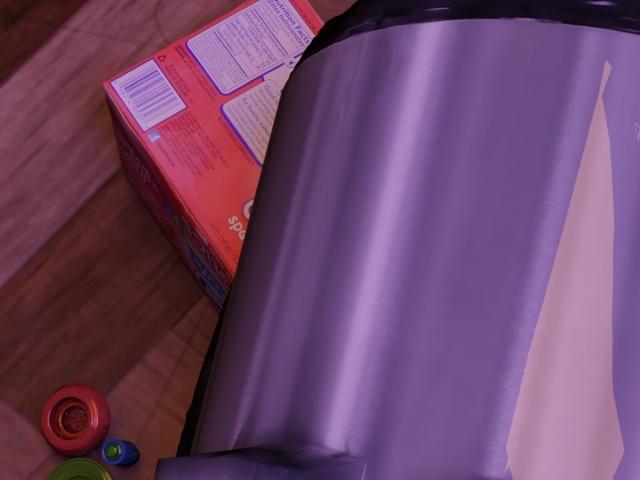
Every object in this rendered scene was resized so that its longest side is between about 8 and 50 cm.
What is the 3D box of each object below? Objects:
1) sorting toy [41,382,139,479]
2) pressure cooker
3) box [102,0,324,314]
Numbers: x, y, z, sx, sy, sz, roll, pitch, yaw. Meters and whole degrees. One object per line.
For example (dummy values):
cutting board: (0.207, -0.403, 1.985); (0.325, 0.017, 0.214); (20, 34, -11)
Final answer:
sorting toy: (-0.150, 0.144, 1.311); (0.061, 0.042, 0.102); (-10, 77, 14)
pressure cooker: (0.112, 0.115, 0.994); (0.370, 0.375, 0.420); (12, 72, 2)
box: (0.000, 0.000, 1.312); (0.154, 0.142, 0.300); (-32, 69, -12)
